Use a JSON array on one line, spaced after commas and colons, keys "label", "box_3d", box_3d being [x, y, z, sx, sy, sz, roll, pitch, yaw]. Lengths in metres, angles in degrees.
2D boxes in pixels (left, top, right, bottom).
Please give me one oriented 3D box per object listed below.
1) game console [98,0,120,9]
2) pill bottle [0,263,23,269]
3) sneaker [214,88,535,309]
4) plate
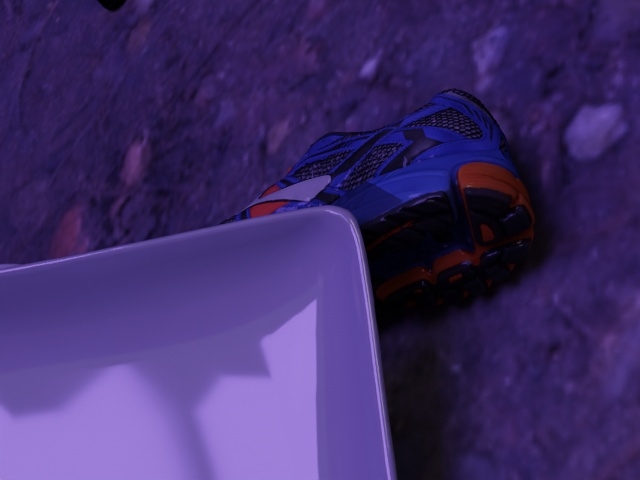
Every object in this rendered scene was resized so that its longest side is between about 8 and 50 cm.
[{"label": "game console", "box_3d": [-0.156, -0.238, 0.868, 0.071, 0.107, 0.122, -32, 42, -11]}, {"label": "pill bottle", "box_3d": [-0.167, 0.089, 0.685, 0.078, 0.078, 0.137, -14, 59, 39]}, {"label": "sneaker", "box_3d": [0.000, 0.000, 0.586, 0.221, 0.083, 0.087, -20, 43, 28]}, {"label": "plate", "box_3d": [-0.098, 0.143, 0.497, 0.277, 0.045, 0.278, -10, 75, 4]}]
